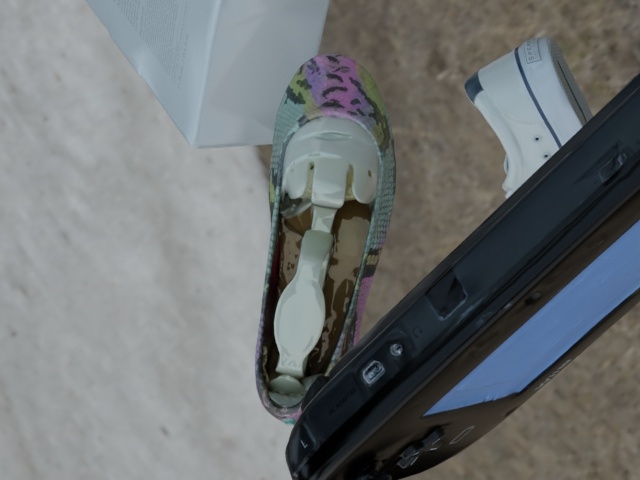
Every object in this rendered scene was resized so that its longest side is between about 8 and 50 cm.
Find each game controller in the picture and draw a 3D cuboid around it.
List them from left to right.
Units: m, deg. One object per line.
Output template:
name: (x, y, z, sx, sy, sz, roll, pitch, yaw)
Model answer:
game controller: (0.119, 0.012, 0.787, 0.319, 0.166, 0.067, -45, 60, 26)

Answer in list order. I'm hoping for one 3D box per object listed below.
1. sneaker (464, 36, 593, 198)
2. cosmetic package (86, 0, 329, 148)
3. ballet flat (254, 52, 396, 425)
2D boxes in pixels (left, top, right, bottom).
sneaker: (0.207, -0.058, 1.519, 0.091, 0.094, 0.258, -19, 115, 22)
cosmetic package: (-0.077, -0.298, 1.246, 0.284, 0.097, 0.377, 50, 137, 44)
ballet flat: (0.000, 0.000, 1.011, 0.076, 0.079, 0.222, 8, 91, 5)
